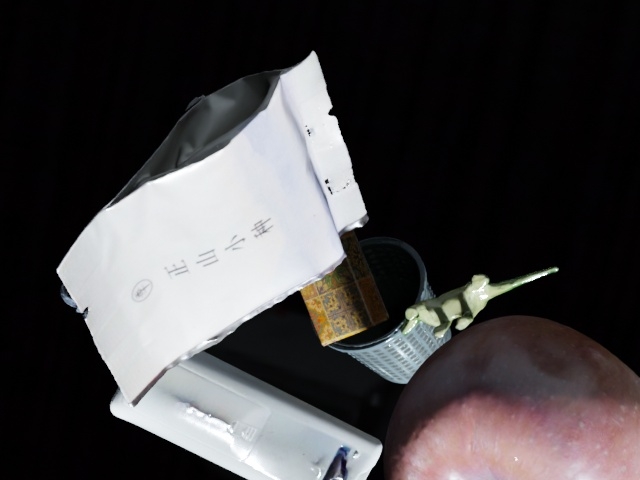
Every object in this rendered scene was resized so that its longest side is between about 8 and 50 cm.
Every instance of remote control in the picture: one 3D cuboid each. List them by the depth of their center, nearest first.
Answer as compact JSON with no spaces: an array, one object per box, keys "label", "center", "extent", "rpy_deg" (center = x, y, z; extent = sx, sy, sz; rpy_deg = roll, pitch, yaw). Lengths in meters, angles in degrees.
[{"label":"remote control","center":[-0.081,0.216,2.013],"extent":[0.313,0.109,0.055],"rpy_deg":[28,-177,-15]}]

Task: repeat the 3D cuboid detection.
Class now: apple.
[{"label":"apple","center":[0.207,0.217,1.729],"extent":[0.306,0.305,0.235],"rpy_deg":[17,-150,17]}]

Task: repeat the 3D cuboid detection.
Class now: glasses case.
[{"label":"glasses case","center":[0.000,0.000,1.944],"extent":[0.075,0.218,0.049],"rpy_deg":[-23,178,32]}]

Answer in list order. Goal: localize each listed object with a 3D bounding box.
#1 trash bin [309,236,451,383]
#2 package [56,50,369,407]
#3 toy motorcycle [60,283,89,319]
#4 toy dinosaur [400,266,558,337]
[{"label":"trash bin","center":[0.095,0.110,2.395],"extent":[0.175,0.175,0.161],"rpy_deg":[27,164,43]},{"label":"package","center":[-0.081,-0.007,1.345],"extent":[0.251,0.204,0.062],"rpy_deg":[-39,-128,-15]},{"label":"toy motorcycle","center":[-0.253,0.085,2.421],"extent":[0.193,0.061,0.124],"rpy_deg":[-7,-134,-16]},{"label":"toy dinosaur","center":[0.102,0.036,1.185],"extent":[0.120,0.029,0.060],"rpy_deg":[-27,-177,13]}]
